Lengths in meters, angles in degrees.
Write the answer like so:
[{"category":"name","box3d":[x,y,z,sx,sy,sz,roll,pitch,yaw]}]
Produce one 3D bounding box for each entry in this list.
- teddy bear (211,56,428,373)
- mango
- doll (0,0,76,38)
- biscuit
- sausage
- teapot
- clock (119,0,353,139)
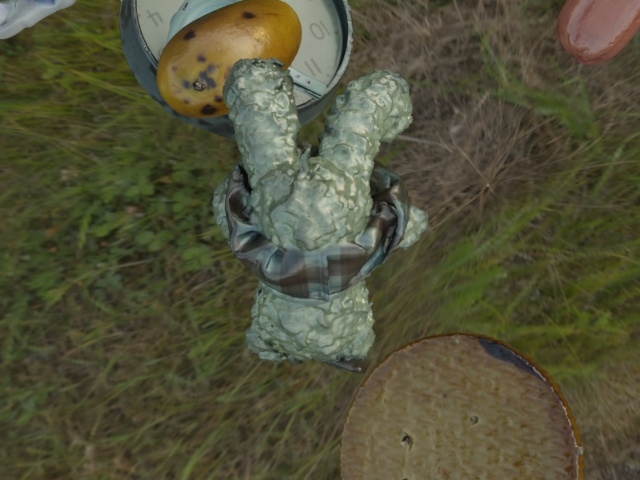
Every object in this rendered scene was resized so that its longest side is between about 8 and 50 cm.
[{"category":"teddy bear","box3d":[-0.001,0.000,0.729,0.133,0.111,0.213,2,109,1]},{"category":"mango","box3d":[-0.079,-0.178,1.135,0.115,0.178,0.090,-6,114,45]},{"category":"doll","box3d":[-0.123,-0.154,0.558,0.227,0.057,0.114,-12,82,7]},{"category":"biscuit","box3d":[0.156,0.254,1.374,0.305,0.038,0.305,-3,84,29]},{"category":"sausage","box3d":[0.247,-0.211,0.960,0.062,0.062,0.154,35,98,5]},{"category":"teapot","box3d":[-0.099,-0.241,1.534,0.232,0.159,0.159,27,96,12]},{"category":"clock","box3d":[-0.111,-0.296,1.644,0.325,0.067,0.325,7,68,-16]}]
